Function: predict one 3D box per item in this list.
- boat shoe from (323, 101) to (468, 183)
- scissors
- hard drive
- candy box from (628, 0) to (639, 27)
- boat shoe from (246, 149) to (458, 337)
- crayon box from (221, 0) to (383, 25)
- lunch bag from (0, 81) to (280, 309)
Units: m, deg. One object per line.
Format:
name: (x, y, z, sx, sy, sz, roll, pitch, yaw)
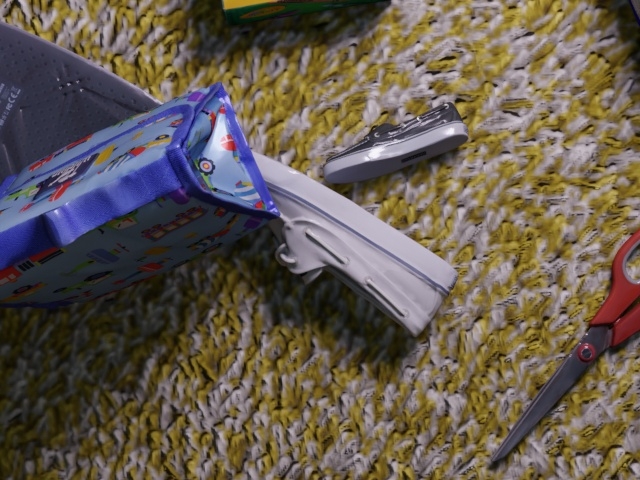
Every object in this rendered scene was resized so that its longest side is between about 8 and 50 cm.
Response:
boat shoe: (0.067, -0.091, 1.504, 0.142, 0.049, 0.040, -18, 71, -3)
scissors: (0.257, 0.086, 1.518, 0.297, 0.021, 0.109, -34, 92, 0)
hard drive: (-0.251, -0.089, 1.490, 0.255, 0.054, 0.172, 27, 89, -1)
candy box: (0.451, -0.256, 1.474, 0.317, 0.122, 0.268, -22, 89, 0)
boat shoe: (0.000, 0.000, 1.474, 0.258, 0.095, 0.084, 30, 84, 0)
crayon box: (-0.031, -0.352, 1.485, 0.165, 0.081, 0.278, -9, 90, -1)
lunch bag: (-0.177, -0.020, 1.305, 0.221, 0.293, 0.138, -23, 95, 9)
